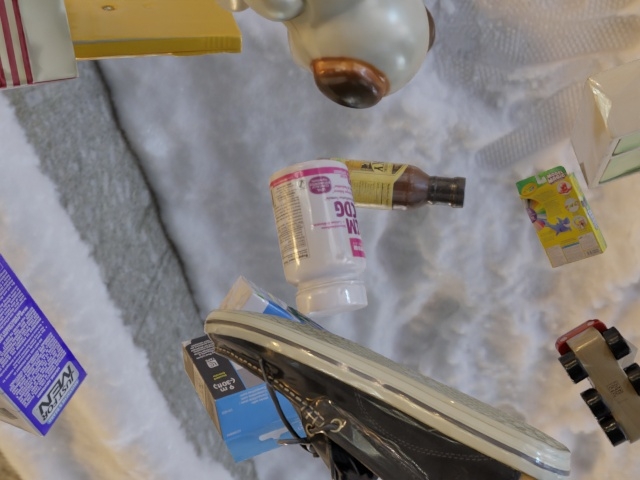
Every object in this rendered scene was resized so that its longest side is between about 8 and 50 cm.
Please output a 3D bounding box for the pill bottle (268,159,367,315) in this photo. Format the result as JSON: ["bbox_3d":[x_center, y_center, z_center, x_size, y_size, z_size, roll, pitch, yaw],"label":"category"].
[{"bbox_3d":[0.000,0.000,1.534,0.160,0.283,0.160,-10,170,-2],"label":"pill bottle"}]

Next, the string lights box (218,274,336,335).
[{"bbox_3d":[-0.042,0.170,1.351,0.260,0.133,0.077,34,91,-18],"label":"string lights box"}]

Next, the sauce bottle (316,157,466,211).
[{"bbox_3d":[0.153,-0.122,1.788,0.344,0.111,0.111,6,134,6],"label":"sauce bottle"}]

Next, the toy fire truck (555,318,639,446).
[{"bbox_3d":[0.551,0.239,1.517,0.158,0.246,0.217,-33,96,7],"label":"toy fire truck"}]

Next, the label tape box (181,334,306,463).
[{"bbox_3d":[-0.164,0.348,1.918,0.241,0.333,0.106,-15,128,-24],"label":"label tape box"}]

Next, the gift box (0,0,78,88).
[{"bbox_3d":[-0.594,-0.389,1.374,0.276,0.255,0.258,11,112,52],"label":"gift box"}]

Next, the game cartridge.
[{"bbox_3d":[-0.339,-0.441,1.567,0.324,0.285,0.052,-5,130,-16],"label":"game cartridge"}]

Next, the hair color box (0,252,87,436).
[{"bbox_3d":[-0.428,0.081,0.914,0.185,0.110,0.339,14,142,22],"label":"hair color box"}]

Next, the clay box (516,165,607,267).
[{"bbox_3d":[0.552,-0.059,1.818,0.127,0.053,0.222,-21,96,36],"label":"clay box"}]

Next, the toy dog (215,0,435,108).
[{"bbox_3d":[0.036,-0.388,1.060,0.395,0.284,0.408,7,134,25],"label":"toy dog"}]

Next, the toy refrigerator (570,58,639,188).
[{"bbox_3d":[0.409,-0.148,1.063,0.102,0.094,0.269,-18,167,9],"label":"toy refrigerator"}]

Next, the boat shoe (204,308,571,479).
[{"bbox_3d":[0.038,0.207,0.936,0.500,0.156,0.187,22,180,33],"label":"boat shoe"}]
